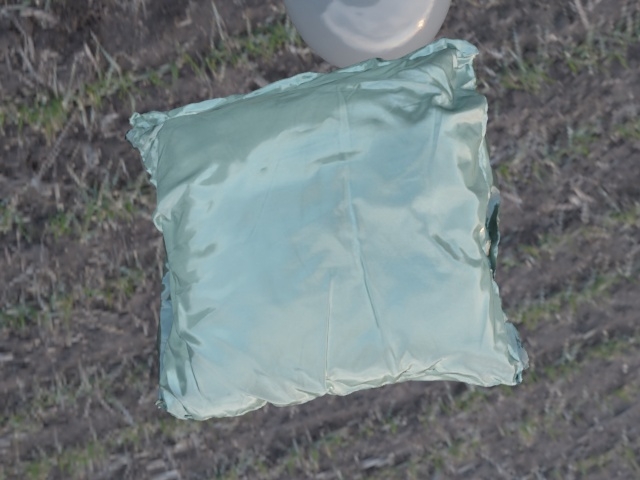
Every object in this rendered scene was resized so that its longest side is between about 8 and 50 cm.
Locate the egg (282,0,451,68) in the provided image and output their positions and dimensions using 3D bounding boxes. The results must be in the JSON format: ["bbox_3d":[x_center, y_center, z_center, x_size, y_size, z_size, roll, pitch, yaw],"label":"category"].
[{"bbox_3d":[0.046,-0.260,1.097,0.176,0.176,0.232,-17,155,-6],"label":"egg"}]

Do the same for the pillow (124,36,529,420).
[{"bbox_3d":[0.000,0.000,0.886,0.310,0.283,0.138,-11,170,4],"label":"pillow"}]
